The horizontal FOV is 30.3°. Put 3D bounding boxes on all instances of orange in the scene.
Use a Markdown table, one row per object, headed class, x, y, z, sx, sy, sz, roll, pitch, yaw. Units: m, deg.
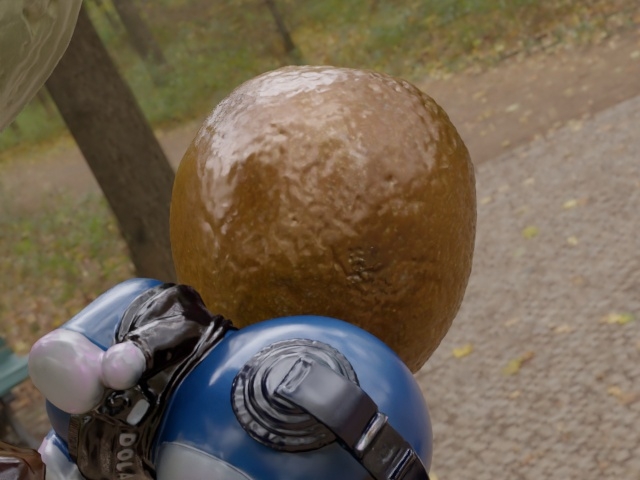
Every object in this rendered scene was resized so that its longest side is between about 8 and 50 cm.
| class | x | y | z | sx | sy | sz | roll | pitch | yaw |
| --- | --- | --- | --- | --- | --- | --- | --- | --- | --- |
| orange | 0.000 | 0.000 | 1.215 | 0.322 | 0.357 | 0.322 | 8 | 5 | -1 |

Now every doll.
| class | x | y | z | sx | sy | sz | roll | pitch | yaw |
| --- | --- | --- | --- | --- | --- | --- | --- | --- | --- |
| doll | -0.057 | 0.159 | 0.951 | 0.310 | 0.284 | 0.240 | 27 | 59 | 17 |

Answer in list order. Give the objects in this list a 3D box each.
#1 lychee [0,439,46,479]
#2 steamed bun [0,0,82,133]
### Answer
| class | x | y | z | sx | sy | sz | roll | pitch | yaw |
| --- | --- | --- | --- | --- | --- | --- | --- | --- | --- |
| lychee | -0.251 | 0.256 | 0.438 | 0.425 | 0.500 | 0.424 | -5 | 20 | 2 |
| steamed bun | -0.408 | -0.175 | 0.816 | 0.456 | 0.371 | 0.290 | -28 | -30 | -56 |
